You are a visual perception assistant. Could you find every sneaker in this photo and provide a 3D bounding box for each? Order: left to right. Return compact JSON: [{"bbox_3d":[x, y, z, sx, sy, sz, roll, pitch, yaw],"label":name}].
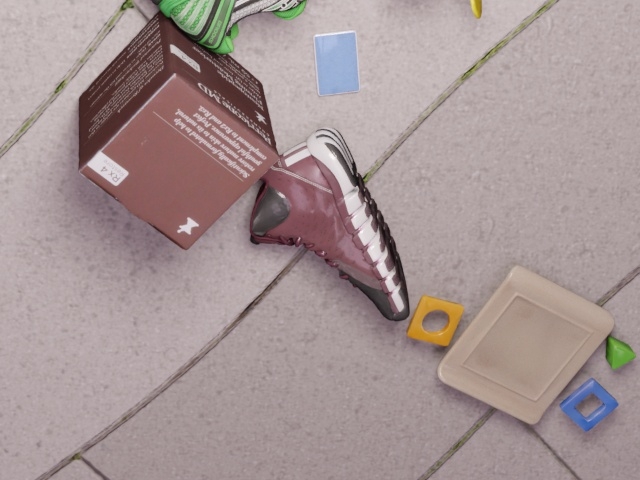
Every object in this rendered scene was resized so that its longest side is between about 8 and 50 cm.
[{"bbox_3d":[-0.034,-0.347,1.900,0.343,0.134,0.146,-34,113,22],"label":"sneaker"},{"bbox_3d":[0.000,0.000,2.140,0.162,0.106,0.281,-22,111,11],"label":"sneaker"}]

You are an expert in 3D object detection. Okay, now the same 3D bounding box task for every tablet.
[{"bbox_3d":[0.020,-0.219,2.057,0.054,0.006,0.083,-7,120,-4],"label":"tablet"}]

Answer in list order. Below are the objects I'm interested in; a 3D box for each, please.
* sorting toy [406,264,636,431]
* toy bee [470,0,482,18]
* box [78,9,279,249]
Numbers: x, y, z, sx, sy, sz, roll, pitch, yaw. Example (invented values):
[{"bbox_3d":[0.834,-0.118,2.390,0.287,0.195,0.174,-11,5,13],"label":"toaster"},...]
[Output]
[{"bbox_3d":[0.277,0.139,2.287,0.348,0.047,0.196,27,109,-22],"label":"sorting toy"},{"bbox_3d":[0.138,-0.329,1.920,0.298,0.162,0.195,-35,121,12],"label":"toy bee"},{"bbox_3d":[-0.171,-0.135,1.964,0.168,0.203,0.167,38,108,-26],"label":"box"}]
